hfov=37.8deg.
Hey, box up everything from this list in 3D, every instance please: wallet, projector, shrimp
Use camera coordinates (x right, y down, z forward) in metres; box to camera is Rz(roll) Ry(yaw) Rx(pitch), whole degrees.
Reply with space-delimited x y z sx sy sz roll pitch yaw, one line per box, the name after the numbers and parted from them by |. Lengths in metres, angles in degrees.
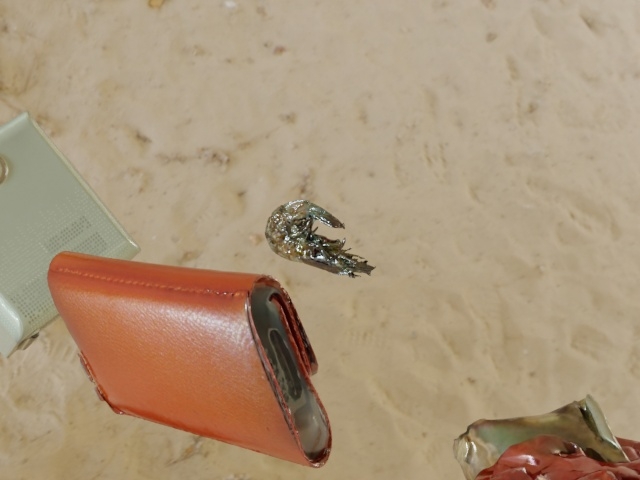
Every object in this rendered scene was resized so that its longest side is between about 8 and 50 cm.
-0.091 0.076 0.633 0.045 0.204 0.142 -42 124 -40 | wallet
-0.350 -0.015 1.053 0.242 0.163 0.177 50 60 -3 | projector
0.000 0.000 1.247 0.161 0.091 0.034 21 26 14 | shrimp

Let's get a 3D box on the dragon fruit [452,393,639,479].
0.130 0.234 0.397 0.277 0.277 0.343 17 50 -23 | dragon fruit
